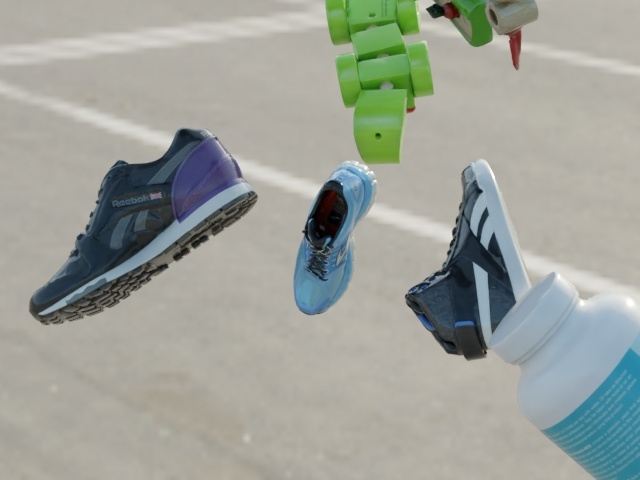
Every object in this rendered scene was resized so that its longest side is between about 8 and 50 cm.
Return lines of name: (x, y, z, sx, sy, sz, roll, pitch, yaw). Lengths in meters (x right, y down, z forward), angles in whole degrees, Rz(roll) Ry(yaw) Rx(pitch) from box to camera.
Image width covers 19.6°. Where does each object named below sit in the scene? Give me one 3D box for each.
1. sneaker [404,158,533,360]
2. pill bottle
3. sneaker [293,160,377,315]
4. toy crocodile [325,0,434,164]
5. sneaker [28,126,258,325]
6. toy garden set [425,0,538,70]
sneaker: (0.133, 0.018, 1.788, 0.121, 0.079, 0.217, -20, 48, 7)
pill bottle: (0.279, 0.147, 1.663, 0.264, 0.146, 0.146, 41, 17, -5)
sneaker: (0.000, 0.000, 1.820, 0.063, 0.162, 0.073, 24, 22, 21)
toy crocodile: (0.073, -0.225, 2.256, 0.115, 0.105, 0.340, -10, 40, 3)
sneaker: (-0.217, -0.018, 2.071, 0.283, 0.124, 0.107, -34, -11, -2)
toy garden set: (0.096, -0.231, 1.356, 0.049, 0.244, 0.204, -24, 48, -12)
